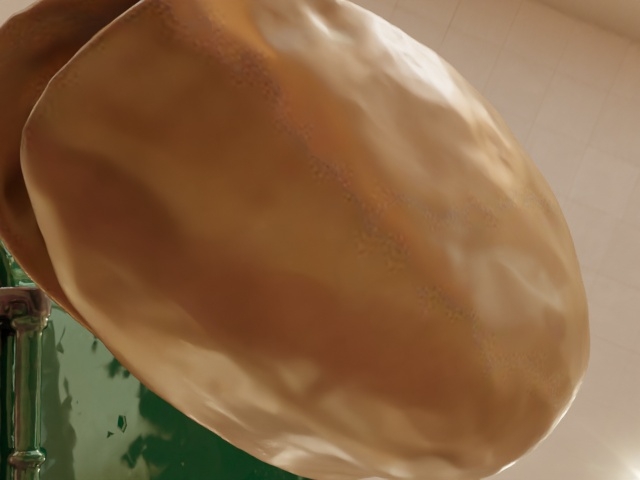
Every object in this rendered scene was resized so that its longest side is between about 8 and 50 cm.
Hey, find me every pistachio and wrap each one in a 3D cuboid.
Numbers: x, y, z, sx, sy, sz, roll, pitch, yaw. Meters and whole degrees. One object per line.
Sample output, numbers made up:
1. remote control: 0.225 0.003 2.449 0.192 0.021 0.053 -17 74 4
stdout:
1. pistachio: 0.000 0.000 0.446 0.299 0.187 0.188 36 -97 -35

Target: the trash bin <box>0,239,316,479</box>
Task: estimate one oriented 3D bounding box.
1. trash bin: -0.167 0.128 0.721 0.295 0.381 0.259 -6 -97 37
